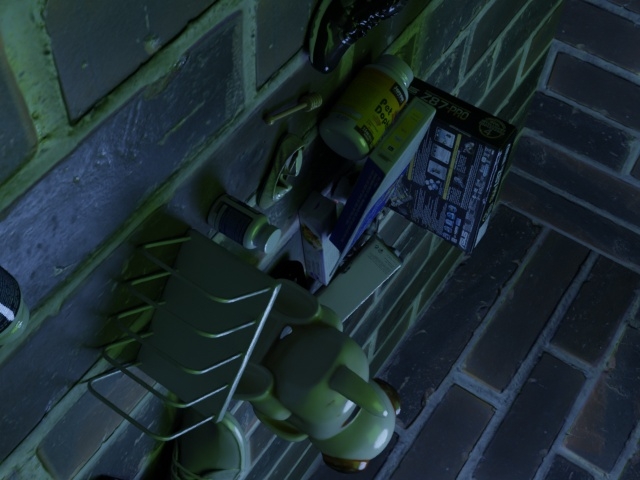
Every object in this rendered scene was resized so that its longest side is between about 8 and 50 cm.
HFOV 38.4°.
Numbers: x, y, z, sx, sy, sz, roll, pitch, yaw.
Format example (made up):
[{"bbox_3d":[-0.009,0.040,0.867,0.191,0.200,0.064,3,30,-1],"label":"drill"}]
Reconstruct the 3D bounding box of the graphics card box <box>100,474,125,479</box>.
[{"bbox_3d":[-0.349,0.626,1.863,0.233,0.094,0.371,-57,138,-4],"label":"graphics card box"}]

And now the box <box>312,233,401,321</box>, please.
[{"bbox_3d":[0.072,0.114,2.289,0.275,0.094,0.113,-44,-175,6],"label":"box"}]

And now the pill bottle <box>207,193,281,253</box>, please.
[{"bbox_3d":[-0.131,-0.026,1.604,0.067,0.120,0.067,-51,160,-26],"label":"pill bottle"}]

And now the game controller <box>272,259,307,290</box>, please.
[{"bbox_3d":[-0.131,0.187,2.045,0.319,0.067,0.166,-52,161,-28],"label":"game controller"}]

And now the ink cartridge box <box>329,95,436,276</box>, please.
[{"bbox_3d":[0.111,-0.113,1.967,0.307,0.072,0.303,-49,171,-37],"label":"ink cartridge box"}]

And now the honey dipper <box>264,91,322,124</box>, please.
[{"bbox_3d":[-0.050,-0.234,1.659,0.161,0.030,0.030,-36,151,-50],"label":"honey dipper"}]

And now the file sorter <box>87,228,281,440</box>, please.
[{"bbox_3d":[-0.230,0.153,1.503,0.173,0.193,0.277,-12,130,-64],"label":"file sorter"}]

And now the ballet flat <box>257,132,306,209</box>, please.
[{"bbox_3d":[-0.072,-0.121,1.737,0.057,0.052,0.168,-32,148,-58],"label":"ballet flat"}]

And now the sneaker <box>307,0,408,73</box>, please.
[{"bbox_3d":[0.078,-0.407,1.581,0.107,0.124,0.283,-17,134,-65],"label":"sneaker"}]

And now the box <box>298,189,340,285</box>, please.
[{"bbox_3d":[0.000,0.000,2.121,0.067,0.063,0.324,-52,161,-20],"label":"box"}]

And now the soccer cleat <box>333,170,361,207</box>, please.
[{"bbox_3d":[0.096,-0.133,2.181,0.196,0.068,0.076,-27,140,-56],"label":"soccer cleat"}]

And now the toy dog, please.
[{"bbox_3d":[0.026,0.318,1.969,0.284,0.395,0.408,-64,143,-26],"label":"toy dog"}]

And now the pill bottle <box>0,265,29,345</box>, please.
[{"bbox_3d":[-0.395,0.063,1.040,0.094,0.094,0.169,-56,162,-16],"label":"pill bottle"}]

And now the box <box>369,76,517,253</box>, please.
[{"bbox_3d":[0.269,-0.177,2.169,0.097,0.318,0.395,-51,160,-30],"label":"box"}]

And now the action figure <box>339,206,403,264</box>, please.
[{"bbox_3d":[0.127,0.004,2.441,0.185,0.099,0.285,-49,146,-15],"label":"action figure"}]

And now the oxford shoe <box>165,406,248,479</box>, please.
[{"bbox_3d":[-0.267,0.504,2.016,0.130,0.169,0.449,-42,160,-42],"label":"oxford shoe"}]

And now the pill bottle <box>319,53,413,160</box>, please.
[{"bbox_3d":[0.099,-0.274,1.867,0.215,0.117,0.117,-55,162,-19],"label":"pill bottle"}]
